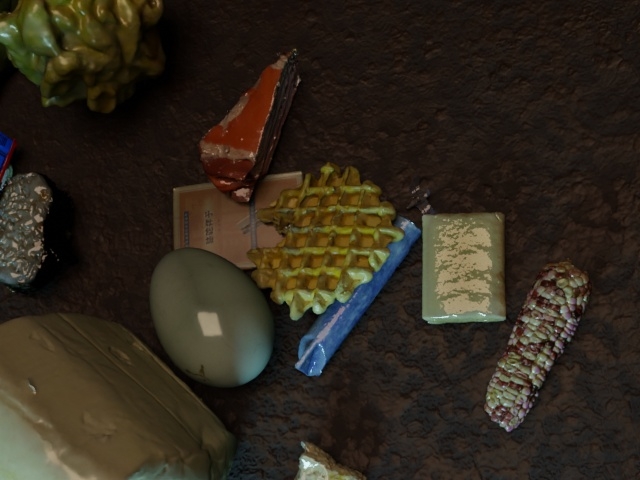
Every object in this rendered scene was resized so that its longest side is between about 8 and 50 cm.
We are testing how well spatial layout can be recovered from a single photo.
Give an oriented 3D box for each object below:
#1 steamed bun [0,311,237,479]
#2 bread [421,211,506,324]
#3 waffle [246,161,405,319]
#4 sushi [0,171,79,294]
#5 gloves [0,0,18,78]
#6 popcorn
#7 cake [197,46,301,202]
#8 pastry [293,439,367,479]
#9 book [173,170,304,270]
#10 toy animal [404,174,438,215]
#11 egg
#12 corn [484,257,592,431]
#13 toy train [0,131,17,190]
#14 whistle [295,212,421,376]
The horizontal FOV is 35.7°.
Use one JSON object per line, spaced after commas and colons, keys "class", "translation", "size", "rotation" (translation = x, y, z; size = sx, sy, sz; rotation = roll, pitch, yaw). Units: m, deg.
{"class": "steamed bun", "translation": [-0.339, 0.320, 1.455], "size": [0.371, 0.456, 0.290], "rotation": [39, 95, 19]}
{"class": "bread", "translation": [0.231, 0.045, 1.602], "size": [0.139, 0.060, 0.178], "rotation": [0, 74, 15]}
{"class": "waffle", "translation": [0.001, 0.001, 1.638], "size": [0.261, 0.056, 0.250], "rotation": [-36, 55, 1]}
{"class": "sushi", "translation": [-0.503, -0.012, 1.771], "size": [0.147, 0.115, 0.213], "rotation": [-1, 75, 17]}
{"class": "gloves", "translation": [-0.625, -0.390, 1.923], "size": [0.135, 0.107, 0.268], "rotation": [21, 76, -13]}
{"class": "popcorn", "translation": [-0.422, -0.368, 1.746], "size": [0.312, 0.312, 0.312], "rotation": [-4, 73, 13]}
{"class": "cake", "translation": [-0.119, -0.215, 1.740], "size": [0.135, 0.098, 0.287], "rotation": [21, 78, 31]}
{"class": "pastry", "translation": [-0.022, 0.451, 1.529], "size": [0.121, 0.089, 0.259], "rotation": [20, 81, 15]}
{"class": "book", "translation": [-0.142, -0.028, 1.738], "size": [0.241, 0.018, 0.170], "rotation": [-7, 72, 11]}
{"class": "toy animal", "translation": [0.163, -0.066, 1.668], "size": [0.050, 0.028, 0.084], "rotation": [-22, 69, -2]}
{"class": "egg", "translation": [-0.182, 0.121, 1.616], "size": [0.183, 0.183, 0.264], "rotation": [-39, 63, 0]}
{"class": "corn", "translation": [0.331, 0.158, 1.534], "size": [0.092, 0.092, 0.281], "rotation": [27, 84, 19]}
{"class": "toy train", "translation": [-0.639, -0.111, 1.823], "size": [0.082, 0.131, 0.204], "rotation": [14, 78, 17]}
{"class": "whistle", "translation": [0.056, 0.090, 1.632], "size": [0.062, 0.062, 0.304], "rotation": [34, 85, 20]}
